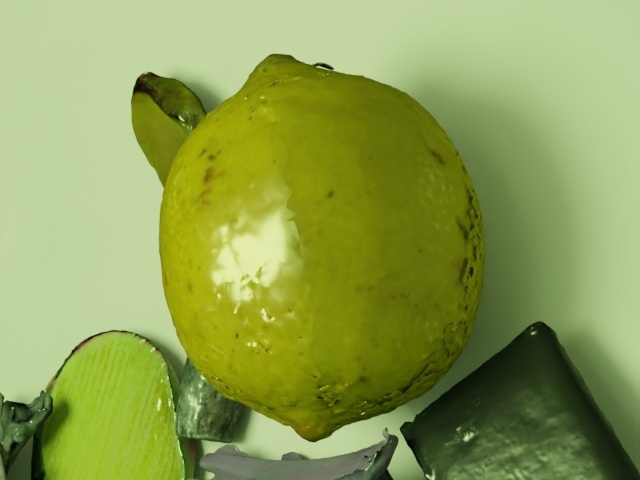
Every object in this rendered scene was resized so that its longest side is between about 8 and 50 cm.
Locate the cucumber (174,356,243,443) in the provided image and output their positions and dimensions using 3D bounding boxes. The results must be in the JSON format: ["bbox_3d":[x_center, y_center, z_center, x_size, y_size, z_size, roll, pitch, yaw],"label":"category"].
[{"bbox_3d":[-0.097,0.129,1.569,0.064,0.064,0.112,19,96,41],"label":"cucumber"}]

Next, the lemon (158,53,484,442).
[{"bbox_3d":[0.000,0.000,1.377,0.258,0.258,0.310,-20,73,37],"label":"lemon"}]

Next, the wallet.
[{"bbox_3d":[0.167,0.198,1.262,0.146,0.030,0.285,-38,50,12],"label":"wallet"}]

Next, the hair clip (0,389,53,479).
[{"bbox_3d":[-0.312,0.215,1.719,0.146,0.056,0.187,-104,33,-45],"label":"hair clip"}]

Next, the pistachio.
[{"bbox_3d":[-0.124,-0.092,1.635,0.173,0.049,0.089,60,143,27],"label":"pistachio"}]

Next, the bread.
[{"bbox_3d":[-0.195,0.199,1.663,0.228,0.033,0.228,-9,76,41],"label":"bread"}]

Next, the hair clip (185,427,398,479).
[{"bbox_3d":[-0.017,0.214,1.434,0.278,0.137,0.090,-13,117,53],"label":"hair clip"}]
